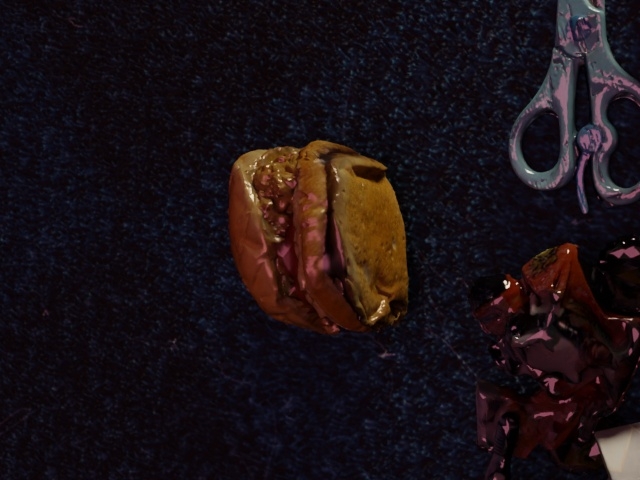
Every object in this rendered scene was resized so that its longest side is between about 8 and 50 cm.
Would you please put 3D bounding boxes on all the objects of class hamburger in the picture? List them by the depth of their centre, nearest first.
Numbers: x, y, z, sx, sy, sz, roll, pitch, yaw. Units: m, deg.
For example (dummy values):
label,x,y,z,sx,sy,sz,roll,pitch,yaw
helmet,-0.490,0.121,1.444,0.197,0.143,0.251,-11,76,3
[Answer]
label,x,y,z,sx,sy,sz,roll,pitch,yaw
hamburger,0.000,0.000,1.478,0.163,0.244,0.244,-11,85,23

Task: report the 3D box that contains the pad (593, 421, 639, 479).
label,x,y,z,sx,sy,sz,roll,pitch,yaw
pad,0.420,0.235,1.309,0.243,0.004,0.163,-13,46,-1

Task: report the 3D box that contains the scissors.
label,x,y,z,sx,sy,sz,roll,pitch,yaw
scissors,0.301,-0.225,1.448,0.180,0.032,0.392,0,89,23

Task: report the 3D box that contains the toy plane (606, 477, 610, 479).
label,x,y,z,sx,sy,sz,roll,pitch,yaw
toy plane,0.289,0.297,1.359,0.171,0.162,0.065,-14,102,11

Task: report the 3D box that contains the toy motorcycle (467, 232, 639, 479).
label,x,y,z,sx,sy,sz,roll,pitch,yaw
toy motorcycle,0.239,0.168,1.409,0.207,0.134,0.401,13,108,0
